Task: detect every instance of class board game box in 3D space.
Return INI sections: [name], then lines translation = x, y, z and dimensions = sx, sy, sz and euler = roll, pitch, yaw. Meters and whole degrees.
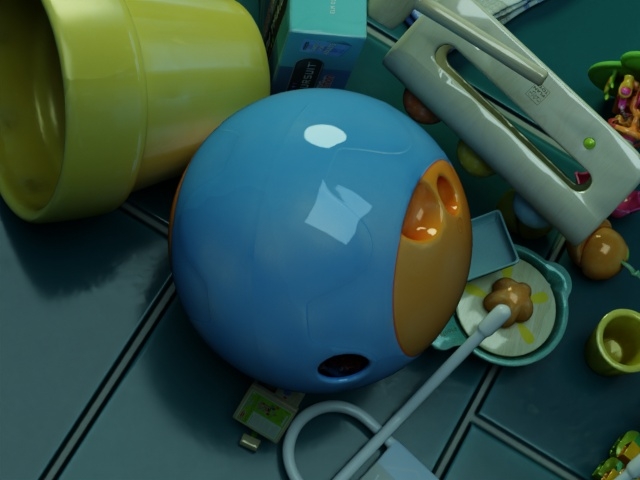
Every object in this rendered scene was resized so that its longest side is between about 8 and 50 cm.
[board game box]
translation = -0.013, -0.307, 1.505
dimensions = 0.079, 0.254, 0.336
euler = 4, 70, -9

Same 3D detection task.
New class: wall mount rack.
[wall mount rack]
translation = 0.145, 0.251, 1.412
dimensions = 0.350, 0.130, 0.304
euler = 44, 68, 4

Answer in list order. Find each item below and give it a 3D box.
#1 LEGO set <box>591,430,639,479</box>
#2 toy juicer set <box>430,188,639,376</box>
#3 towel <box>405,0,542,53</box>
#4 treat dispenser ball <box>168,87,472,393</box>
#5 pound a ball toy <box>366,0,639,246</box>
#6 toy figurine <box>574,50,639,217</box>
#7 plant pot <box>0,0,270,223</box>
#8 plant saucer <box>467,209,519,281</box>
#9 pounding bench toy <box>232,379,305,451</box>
[LEGO set]
translation = 0.348, 0.238, 1.484
dimensions = 0.093, 0.087, 0.227
euler = 40, 69, 4
[toy juicer set]
translation = 0.191, 0.034, 1.520
dimensions = 0.329, 0.089, 0.209
euler = 4, 71, -10
[towel]
translation = 0.188, -0.354, 1.684
dimensions = 0.285, 0.034, 0.209
euler = -32, 79, -20
[treat dispenser ball]
translation = 0.000, 0.000, 1.360
dimensions = 0.288, 0.288, 0.288
euler = 4, 70, -11
[pound a ball toy]
translation = 0.169, -0.133, 1.441
dimensions = 0.319, 0.208, 0.136
euler = 43, 102, 4
[toy figurine]
translation = 0.337, -0.105, 1.573
dimensions = 0.130, 0.173, 0.159
euler = 17, 81, 7
[plant pot]
translation = -0.192, -0.156, 1.433
dimensions = 0.239, 0.254, 0.254
euler = -10, 73, -31
[plant saucer]
translation = 0.106, 0.031, 1.491
dimensions = 0.192, 0.018, 0.067
euler = -20, 59, 4
[pounding bench toy]
translation = -0.051, 0.165, 1.445
dimensions = 0.052, 0.083, 0.065
euler = 31, 36, 1
